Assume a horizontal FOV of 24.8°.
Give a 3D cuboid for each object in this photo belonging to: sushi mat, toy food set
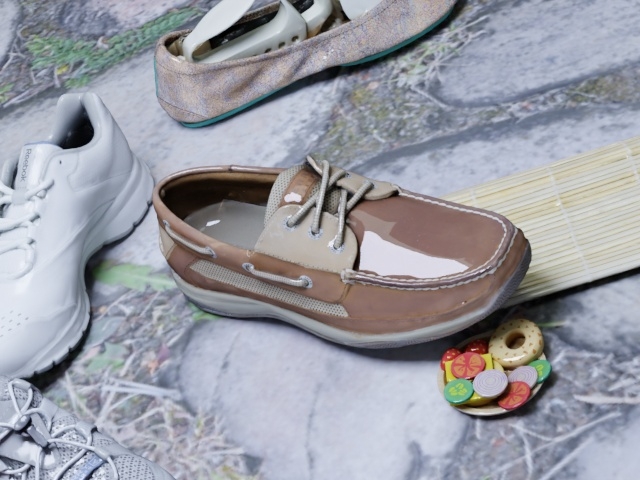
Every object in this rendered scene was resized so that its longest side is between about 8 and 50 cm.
[{"bbox_3d":[0.192,-0.016,1.149,0.316,0.019,0.151,-17,41,3],"label":"sushi mat"},{"bbox_3d":[0.125,0.094,1.051,0.083,0.020,0.082,-12,41,9],"label":"toy food set"}]

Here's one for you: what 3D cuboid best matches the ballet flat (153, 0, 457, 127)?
[{"bbox_3d":[-0.014,-0.210,1.380,0.316,0.106,0.107,-27,40,-8],"label":"ballet flat"}]

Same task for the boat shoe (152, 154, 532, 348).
[{"bbox_3d":[0.000,0.000,1.109,0.324,0.116,0.123,1,48,32],"label":"boat shoe"}]

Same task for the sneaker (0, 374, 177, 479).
[{"bbox_3d":[-0.215,0.158,1.041,0.281,0.115,0.105,14,50,33],"label":"sneaker"}]

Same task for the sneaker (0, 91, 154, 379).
[{"bbox_3d":[-0.242,-0.006,1.227,0.111,0.129,0.297,0,45,19],"label":"sneaker"}]
